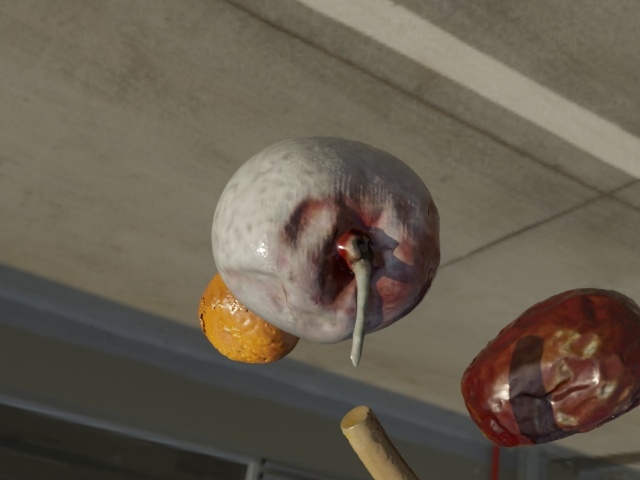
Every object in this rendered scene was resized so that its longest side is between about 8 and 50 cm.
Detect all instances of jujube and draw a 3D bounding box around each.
[{"bbox_3d":[0.463,0.246,1.670,0.377,0.276,0.276,-38,136,18],"label":"jujube"}]

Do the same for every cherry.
[{"bbox_3d":[-0.011,-0.001,1.209,0.335,0.291,0.326,6,-178,39],"label":"cherry"}]

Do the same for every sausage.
[{"bbox_3d":[0.130,0.386,1.382,0.066,0.066,0.301,-16,118,45],"label":"sausage"}]

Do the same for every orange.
[{"bbox_3d":[-0.112,0.120,1.490,0.193,0.161,0.193,15,135,16],"label":"orange"}]
